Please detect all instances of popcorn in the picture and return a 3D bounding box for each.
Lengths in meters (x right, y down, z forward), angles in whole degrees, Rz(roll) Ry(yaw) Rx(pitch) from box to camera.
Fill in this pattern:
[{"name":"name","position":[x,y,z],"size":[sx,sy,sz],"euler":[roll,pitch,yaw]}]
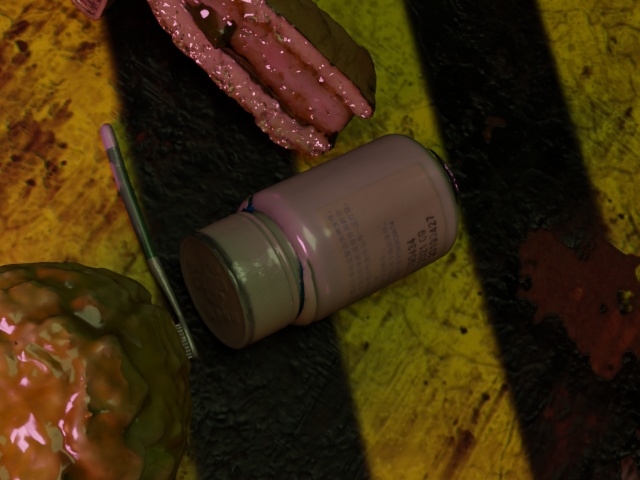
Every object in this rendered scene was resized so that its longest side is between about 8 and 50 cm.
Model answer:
[{"name":"popcorn","position":[-0.238,0.153,1.166],"size":[0.282,0.247,0.282],"euler":[2,77,-7]}]

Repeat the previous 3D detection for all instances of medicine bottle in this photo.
[{"name":"medicine bottle","position":[0.000,0.000,1.362],"size":[0.258,0.143,0.143],"euler":[-25,82,-27]}]

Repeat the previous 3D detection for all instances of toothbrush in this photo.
[{"name":"toothbrush","position":[-0.174,0.000,1.367],"size":[0.024,0.018,0.257],"euler":[-17,79,-18]}]

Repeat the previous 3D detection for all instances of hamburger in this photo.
[{"name":"hamburger","position":[-0.060,-0.214,1.432],"size":[0.262,0.124,0.131],"euler":[43,34,-14]}]

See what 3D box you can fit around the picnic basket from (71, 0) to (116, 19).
[{"name":"picnic basket","position":[-0.214,-0.390,1.326],"size":[0.228,0.313,0.175],"euler":[47,62,-2]}]
